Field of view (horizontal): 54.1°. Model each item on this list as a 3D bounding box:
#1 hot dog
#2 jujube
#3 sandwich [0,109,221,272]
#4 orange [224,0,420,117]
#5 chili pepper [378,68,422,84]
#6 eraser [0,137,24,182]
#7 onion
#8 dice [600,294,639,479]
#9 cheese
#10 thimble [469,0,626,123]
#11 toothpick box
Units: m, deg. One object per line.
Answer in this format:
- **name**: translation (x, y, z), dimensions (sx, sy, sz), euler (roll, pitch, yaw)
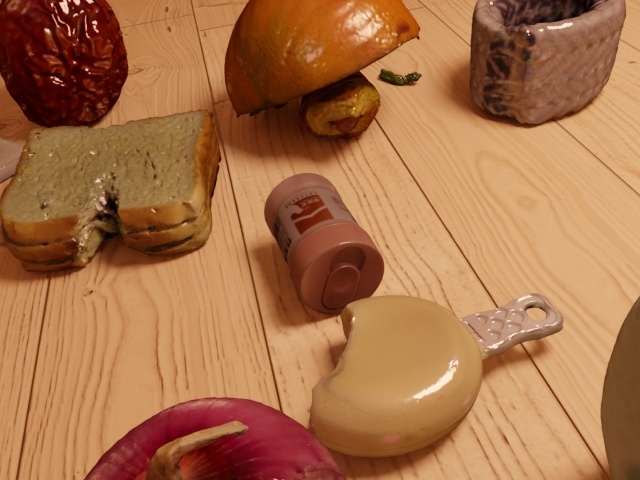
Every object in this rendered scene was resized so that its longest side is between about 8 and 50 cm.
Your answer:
- **hot dog**: translation (0.030, -0.206, 0.969), dimensions (0.123, 0.093, 0.262), euler (-14, 24, 6)
- **jujube**: translation (-0.437, -0.313, 1.069), dimensions (0.212, 0.232, 0.213), euler (-1, 38, 1)
- **sandwich**: translation (-0.280, -0.070, 0.855), dimensions (0.273, 0.095, 0.249), euler (-7, 43, 0)
- **orange**: translation (-0.008, -0.290, 0.953), dimensions (0.310, 0.274, 0.274), euler (32, 53, 30)
- **chili pepper**: translation (0.140, -0.287, 1.102), dimensions (0.083, 0.022, 0.027), euler (15, 46, 32)
- **eraser**: translation (-0.555, -0.134, 1.034), dimensions (0.150, 0.023, 0.104), euler (18, 46, 28)
- **onion**: translation (-0.092, 0.209, 0.432), dimensions (0.200, 0.200, 0.208), euler (10, 74, 21)
- **dice**: translation (0.351, 0.133, 0.363), dimensions (0.262, 0.268, 0.265), euler (-13, 40, -5)
- **cheese**: translation (0.112, 0.117, 0.578), dimensions (0.248, 0.071, 0.163), euler (-4, 39, 3)
- **thimble**: translation (0.345, -0.300, 0.979), dimensions (0.217, 0.157, 0.245), euler (21, 47, 34)
- **toothpick box**: translation (0.000, 0.000, 0.716), dimensions (0.098, 0.099, 0.149), euler (-17, 39, -11)
